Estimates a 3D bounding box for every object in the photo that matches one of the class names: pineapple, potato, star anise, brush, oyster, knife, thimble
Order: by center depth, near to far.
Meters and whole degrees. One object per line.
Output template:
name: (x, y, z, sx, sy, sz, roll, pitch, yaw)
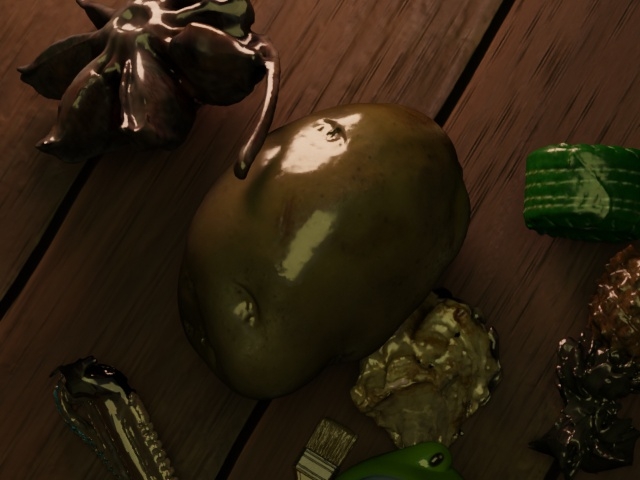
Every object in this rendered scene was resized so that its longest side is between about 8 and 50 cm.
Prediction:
potato: (0.000, 0.000, 1.838, 0.326, 0.243, 0.221, -44, 59, -6)
pineapple: (0.290, 0.129, 1.877, 0.119, 0.111, 0.237, 29, 91, 40)
oyster: (0.110, 0.147, 1.893, 0.163, 0.081, 0.191, -13, 92, -9)
knife: (-0.160, 0.277, 1.900, 0.089, 0.043, 0.365, -34, 80, 30)
thimble: (0.266, -0.048, 1.903, 0.130, 0.118, 0.090, 0, 82, 30)
star anise: (-0.160, -0.164, 1.908, 0.316, 0.139, 0.359, -16, 46, 29)
brush: (-0.022, 0.257, 1.909, 0.043, 0.014, 0.170, 31, 84, 6)

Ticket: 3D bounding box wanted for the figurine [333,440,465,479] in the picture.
figurine: (0.043, 0.305, 1.834, 0.263, 0.143, 0.162, -38, 93, 14)
